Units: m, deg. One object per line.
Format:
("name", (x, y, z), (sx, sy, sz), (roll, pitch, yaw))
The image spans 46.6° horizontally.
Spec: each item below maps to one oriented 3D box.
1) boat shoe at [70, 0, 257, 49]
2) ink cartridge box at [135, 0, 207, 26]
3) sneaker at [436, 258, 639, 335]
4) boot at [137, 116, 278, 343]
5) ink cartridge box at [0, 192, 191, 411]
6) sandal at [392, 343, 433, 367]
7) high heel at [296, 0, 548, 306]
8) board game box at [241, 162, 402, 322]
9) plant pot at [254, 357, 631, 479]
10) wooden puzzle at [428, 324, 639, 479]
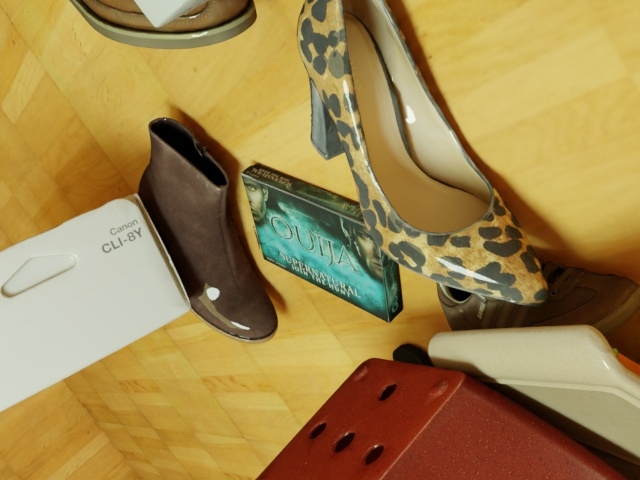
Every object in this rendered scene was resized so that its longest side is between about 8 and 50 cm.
("boat shoe", (-0.184, -0.259, 0.651), (0.307, 0.111, 0.104), (29, 144, 30))
("ink cartridge box", (-0.032, -0.228, 0.456), (0.208, 0.153, 0.086), (-8, 118, 55))
("sneaker", (0.158, 0.044, 0.587), (0.071, 0.066, 0.188), (56, 147, -9))
("boot", (-0.129, -0.002, 0.872), (0.248, 0.090, 0.207), (46, 151, 12))
("ink cartridge box", (-0.360, 0.076, 0.979), (0.160, 0.279, 0.385), (64, 160, -9))
("sandal", (0.123, 0.195, 0.814), (0.067, 0.040, 0.179), (-11, 114, 55))
("high heel", (0.074, -0.073, 0.536), (0.261, 0.093, 0.186), (44, 155, 27))
("board game box", (0.000, 0.000, 0.776), (0.186, 0.026, 0.126), (24, 141, 36))
("plant pot", (0.092, 0.248, 0.630), (0.235, 0.267, 0.267), (49, 161, -11))
("wooden puzzle", (0.222, 0.132, 0.556), (0.239, 0.044, 0.221), (35, 162, -12))
